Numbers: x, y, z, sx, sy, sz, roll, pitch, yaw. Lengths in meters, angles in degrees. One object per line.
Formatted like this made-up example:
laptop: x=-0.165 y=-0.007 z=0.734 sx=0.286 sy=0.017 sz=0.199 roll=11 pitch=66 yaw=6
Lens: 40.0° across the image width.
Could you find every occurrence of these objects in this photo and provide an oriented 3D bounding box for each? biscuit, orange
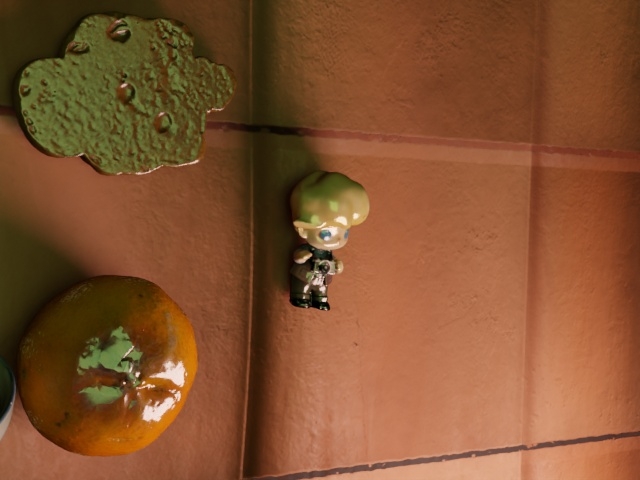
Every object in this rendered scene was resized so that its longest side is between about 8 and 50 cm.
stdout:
biscuit: x=-0.245 y=-0.188 z=1.131 sx=0.290 sy=0.041 sz=0.209 roll=-12 pitch=98 yaw=-27
orange: x=-0.253 y=0.154 z=1.067 sx=0.224 sy=0.170 sz=0.224 roll=-1 pitch=91 yaw=-25

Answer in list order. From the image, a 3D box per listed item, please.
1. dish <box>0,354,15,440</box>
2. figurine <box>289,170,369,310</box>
dish: x=-0.467 y=0.214 z=0.934 sx=0.273 sy=0.273 sz=0.134 roll=-6 pitch=119 yaw=-27
figurine: x=0.000 y=0.000 z=1.233 sx=0.114 sy=0.108 sz=0.196 roll=10 pitch=93 yaw=-23
